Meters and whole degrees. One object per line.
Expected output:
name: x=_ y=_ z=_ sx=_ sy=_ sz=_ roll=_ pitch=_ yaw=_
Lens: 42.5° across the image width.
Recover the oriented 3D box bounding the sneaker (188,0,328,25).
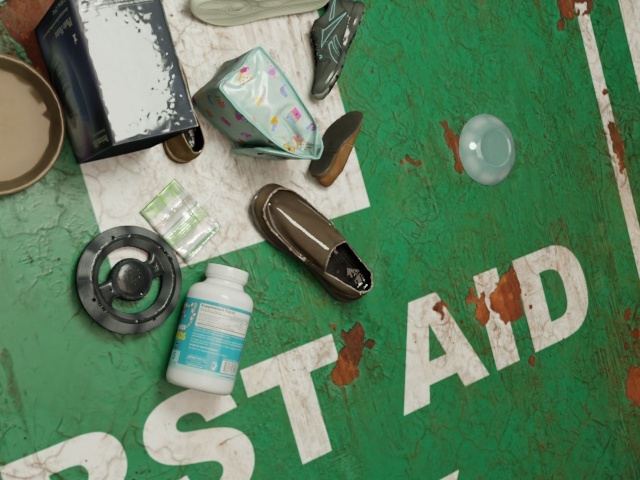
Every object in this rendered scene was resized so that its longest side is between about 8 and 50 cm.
sneaker: x=-0.143 y=-0.585 z=1.847 sx=0.350 sy=0.131 sz=0.148 roll=-15 pitch=82 yaw=-28

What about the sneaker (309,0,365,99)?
sneaker: x=0.017 y=-0.459 z=1.948 sx=0.106 sy=0.101 sz=0.267 roll=21 pitch=74 yaw=-8

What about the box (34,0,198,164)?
box: x=-0.401 y=-0.319 z=1.588 sx=0.182 sy=0.296 sz=0.294 roll=-20 pitch=97 yaw=-28

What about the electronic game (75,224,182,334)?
electronic game: x=-0.396 y=0.082 z=1.714 sx=0.229 sy=0.048 sz=0.229 roll=6 pitch=79 yaw=-34

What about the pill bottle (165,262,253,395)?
pill bottle: x=-0.228 y=0.186 z=1.746 sx=0.146 sy=0.146 sz=0.264 roll=19 pitch=79 yaw=-26

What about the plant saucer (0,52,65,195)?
plant saucer: x=-0.637 y=-0.223 z=1.586 sx=0.277 sy=0.041 sz=0.278 roll=0 pitch=91 yaw=-20

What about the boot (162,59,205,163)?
boot: x=-0.313 y=-0.319 z=1.741 sx=0.112 sy=0.115 sz=0.305 roll=-23 pitch=97 yaw=-25

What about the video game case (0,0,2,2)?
video game case: x=-0.632 y=-0.614 z=1.538 sx=0.329 sy=0.036 sz=0.300 roll=-35 pitch=122 yaw=-11

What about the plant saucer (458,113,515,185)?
plant saucer: x=0.457 y=-0.244 z=2.193 sx=0.195 sy=0.037 sz=0.195 roll=1 pitch=88 yaw=-28

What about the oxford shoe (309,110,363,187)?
oxford shoe: x=0.044 y=-0.219 z=1.964 sx=0.212 sy=0.076 sz=0.076 roll=-58 pitch=142 yaw=-20

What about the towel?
towel: x=-0.301 y=-0.044 z=1.785 sx=0.152 sy=0.023 sz=0.113 roll=49 pitch=67 yaw=-18

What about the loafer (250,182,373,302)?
loafer: x=0.000 y=0.000 z=1.884 sx=0.366 sy=0.130 sz=0.134 roll=41 pitch=70 yaw=-21

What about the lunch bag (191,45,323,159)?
lunch bag: x=-0.126 y=-0.265 z=1.776 sx=0.262 sy=0.223 sz=0.160 roll=47 pitch=74 yaw=-20
